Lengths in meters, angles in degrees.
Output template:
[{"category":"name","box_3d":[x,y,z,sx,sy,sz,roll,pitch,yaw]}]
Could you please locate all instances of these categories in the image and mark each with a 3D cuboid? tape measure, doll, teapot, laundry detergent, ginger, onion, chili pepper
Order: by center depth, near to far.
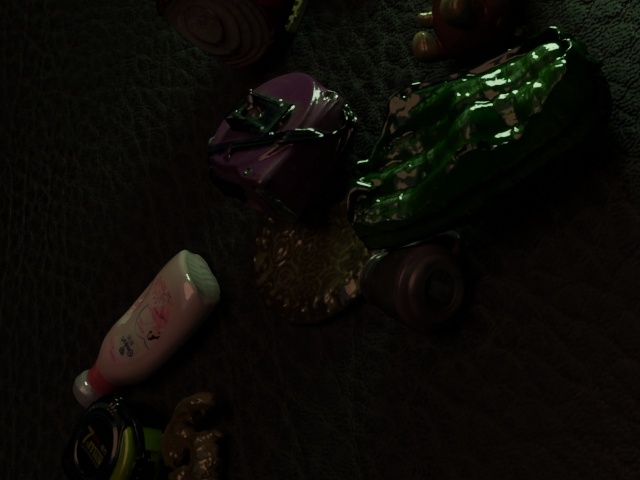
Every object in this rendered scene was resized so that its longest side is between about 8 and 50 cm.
[{"category":"chili pepper","box_3d":[0.209,-0.125,1.317,0.385,0.167,0.213,-30,36,23]},{"category":"teapot","box_3d":[0.123,0.045,1.366,0.146,0.116,0.148,7,79,57]},{"category":"doll","box_3d":[0.213,-0.390,1.462,0.196,0.152,0.256,-7,65,43]},{"category":"ginger","box_3d":[-0.194,0.375,1.558,0.149,0.065,0.259,-42,50,40]},{"category":"tape measure","box_3d":[-0.060,-0.155,1.590,0.245,0.149,0.232,15,64,50]},{"category":"tape measure","box_3d":[-0.336,0.357,1.670,0.199,0.112,0.186,38,105,42]},{"category":"laundry detergent","box_3d":[-0.313,0.170,1.755,0.335,0.088,0.159,-45,40,20]},{"category":"onion","box_3d":[-0.156,-0.459,1.799,0.206,0.216,0.207,-26,46,34]}]

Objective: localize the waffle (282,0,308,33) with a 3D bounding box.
[{"category":"waffle","box_3d":[-0.075,-0.434,1.872,0.135,0.021,0.092,20,85,48]}]

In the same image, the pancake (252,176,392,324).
[{"category":"pancake","box_3d":[0.000,0.000,1.572,0.288,0.033,0.286,-40,45,24]}]
